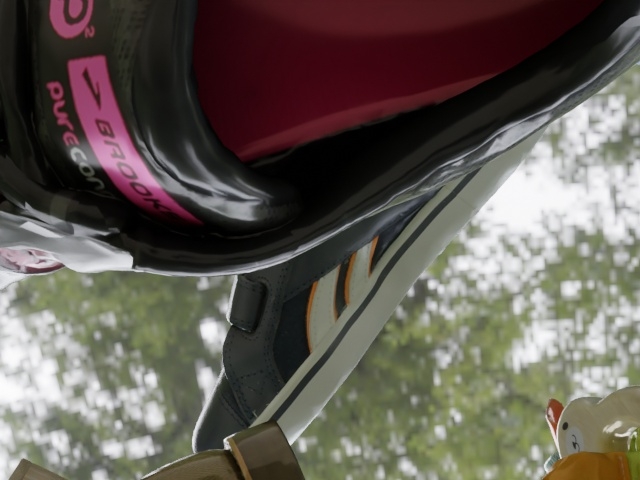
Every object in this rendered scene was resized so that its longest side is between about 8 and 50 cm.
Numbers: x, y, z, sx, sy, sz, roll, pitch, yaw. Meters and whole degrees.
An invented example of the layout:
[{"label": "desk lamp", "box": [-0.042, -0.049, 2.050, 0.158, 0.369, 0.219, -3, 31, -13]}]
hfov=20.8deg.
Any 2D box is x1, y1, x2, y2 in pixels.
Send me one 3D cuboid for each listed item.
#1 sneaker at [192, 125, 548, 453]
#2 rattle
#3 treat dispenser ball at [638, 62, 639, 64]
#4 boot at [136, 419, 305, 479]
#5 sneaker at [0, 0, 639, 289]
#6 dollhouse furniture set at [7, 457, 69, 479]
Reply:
[{"label": "sneaker", "box": [0.000, 0.000, 1.079, 0.321, 0.127, 0.126, -52, -172, 3]}, {"label": "rattle", "box": [0.146, 0.148, 1.073, 0.143, 0.130, 0.200, -19, -156, -21]}, {"label": "treat dispenser ball", "box": [0.232, -0.252, 1.087, 0.288, 0.288, 0.288, -6, -147, 4]}, {"label": "boot", "box": [-0.044, 0.222, 0.815, 0.115, 0.305, 0.112, -18, -147, -11]}, {"label": "sneaker", "box": [-0.087, -0.069, 0.585, 0.483, 0.185, 0.202, -21, -170, 7]}, {"label": "dollhouse furniture set", "box": [-0.267, 0.211, 1.349, 0.184, 0.129, 0.129, 26, -143, -1]}]
